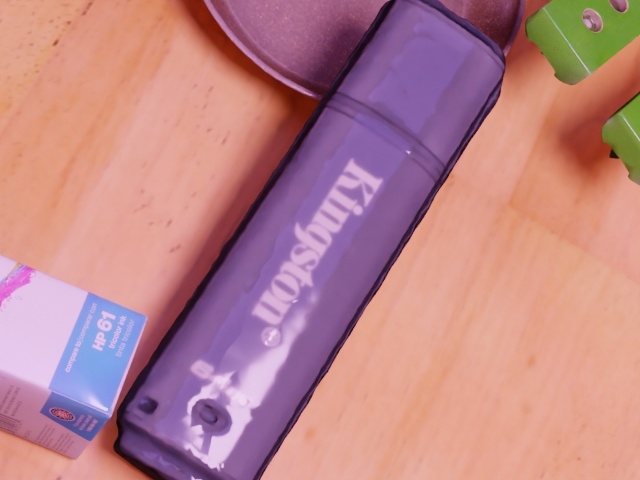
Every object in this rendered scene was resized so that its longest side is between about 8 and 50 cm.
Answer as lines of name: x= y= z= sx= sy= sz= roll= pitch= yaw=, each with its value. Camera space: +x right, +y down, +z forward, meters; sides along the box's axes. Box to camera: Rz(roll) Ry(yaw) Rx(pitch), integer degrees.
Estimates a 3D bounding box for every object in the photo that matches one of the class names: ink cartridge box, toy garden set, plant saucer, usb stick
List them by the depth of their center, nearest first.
ink cartridge box: x=-0.148 y=0.043 z=0.648 sx=0.122 sy=0.088 sz=0.052 roll=23 pitch=64 yaw=-10
usb stick: x=0.000 y=0.000 z=0.719 sx=0.077 sy=0.045 sz=0.278 roll=37 pitch=72 yaw=-13
plant saucer: x=0.016 y=-0.153 z=0.814 sx=0.199 sy=0.036 sz=0.198 roll=7 pitch=69 yaw=-17
toy garden set: x=0.156 y=-0.170 z=0.838 sx=0.204 sy=0.049 sz=0.244 roll=-38 pitch=93 yaw=-38
